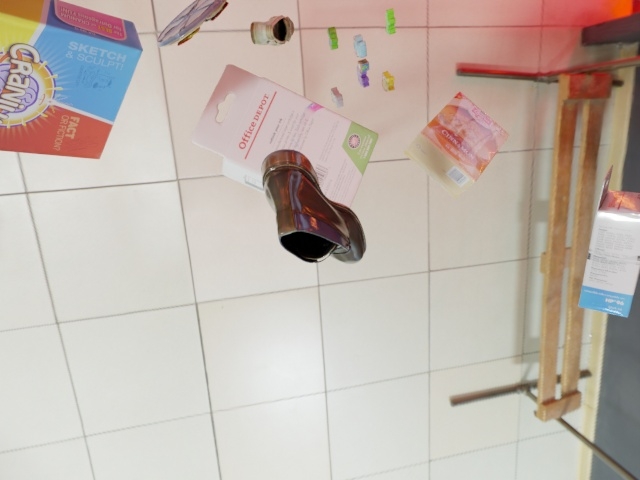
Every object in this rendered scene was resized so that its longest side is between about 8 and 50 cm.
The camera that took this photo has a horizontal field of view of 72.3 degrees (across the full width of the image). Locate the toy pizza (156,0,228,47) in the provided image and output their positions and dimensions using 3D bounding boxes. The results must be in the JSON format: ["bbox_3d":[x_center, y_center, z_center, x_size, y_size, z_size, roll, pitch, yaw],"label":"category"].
[{"bbox_3d":[-0.269,-0.477,0.945,0.201,0.201,0.032,-41,129,-1],"label":"toy pizza"}]

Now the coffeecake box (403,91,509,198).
[{"bbox_3d":[0.281,-0.198,0.898,0.142,0.068,0.185,42,58,2],"label":"coffeecake box"}]

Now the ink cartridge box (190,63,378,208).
[{"bbox_3d":[-0.079,-0.204,0.961,0.354,0.119,0.207,24,77,-10],"label":"ink cartridge box"}]

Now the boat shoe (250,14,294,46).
[{"bbox_3d":[-0.082,-0.410,0.856,0.048,0.153,0.056,7,116,20],"label":"boat shoe"}]

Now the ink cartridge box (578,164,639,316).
[{"bbox_3d":[0.187,-0.001,0.275,0.048,0.028,0.083,-30,124,-47],"label":"ink cartridge box"}]

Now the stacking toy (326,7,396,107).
[{"bbox_3d":[0.103,-0.454,1.107,0.167,0.052,0.221,-20,141,-7],"label":"stacking toy"}]

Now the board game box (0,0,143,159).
[{"bbox_3d":[-0.439,-0.224,0.589,0.317,0.064,0.242,-3,149,-43],"label":"board game box"}]

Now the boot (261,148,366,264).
[{"bbox_3d":[0.000,0.000,0.527,0.082,0.106,0.219,-24,139,20],"label":"boot"}]
